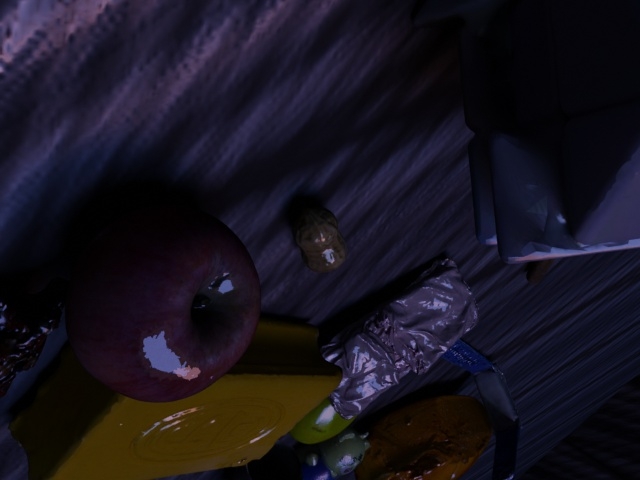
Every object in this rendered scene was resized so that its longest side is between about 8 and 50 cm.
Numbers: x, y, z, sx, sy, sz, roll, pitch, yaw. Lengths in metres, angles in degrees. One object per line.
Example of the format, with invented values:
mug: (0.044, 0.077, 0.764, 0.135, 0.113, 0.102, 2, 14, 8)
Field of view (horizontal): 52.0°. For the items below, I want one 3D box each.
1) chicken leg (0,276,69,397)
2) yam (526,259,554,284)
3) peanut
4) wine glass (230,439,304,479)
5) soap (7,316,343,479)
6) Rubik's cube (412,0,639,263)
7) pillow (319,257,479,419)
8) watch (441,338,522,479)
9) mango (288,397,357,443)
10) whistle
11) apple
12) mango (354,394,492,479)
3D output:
chicken leg: (-0.292, 0.103, 0.515, 0.234, 0.063, 0.105, -40, 144, 12)
yam: (0.364, 0.018, 1.043, 0.032, 0.032, 0.145, -19, 146, -23)
peanut: (0.000, 0.000, 0.656, 0.053, 0.054, 0.113, -32, 153, -4)
wine glass: (-0.096, 0.410, 1.077, 0.111, 0.111, 0.204, -13, 145, -31)
soap: (-0.140, 0.174, 0.723, 0.204, 0.096, 0.324, -47, 147, 20)
Rubik's cube: (0.270, -0.141, 0.458, 0.386, 0.359, 0.368, -5, -176, 0)
pillow: (0.109, 0.135, 0.883, 0.248, 0.049, 0.135, -35, 119, -13)
watch: (0.306, 0.291, 1.264, 0.068, 0.277, 0.274, -23, 177, 22)
mango: (0.017, 0.225, 0.944, 0.163, 0.089, 0.117, -34, 135, -2)
whistle: (-0.007, 0.409, 1.185, 0.227, 0.085, 0.105, -36, 140, 4)
apple: (-0.126, 0.048, 0.517, 0.153, 0.119, 0.154, -5, 96, -52)
mango: (0.215, 0.406, 1.316, 0.350, 0.201, 0.199, -14, -172, -43)
